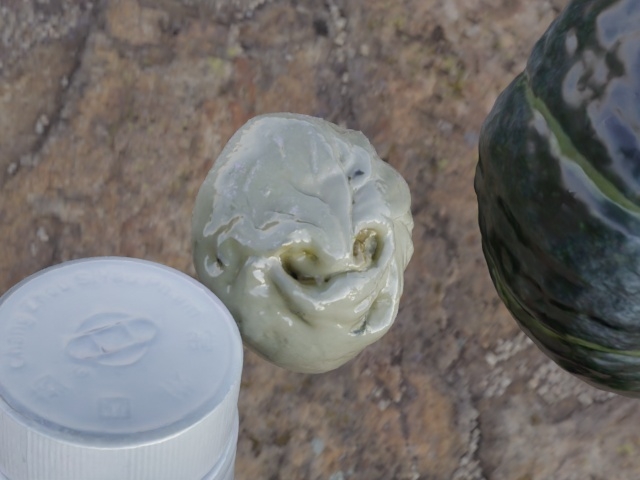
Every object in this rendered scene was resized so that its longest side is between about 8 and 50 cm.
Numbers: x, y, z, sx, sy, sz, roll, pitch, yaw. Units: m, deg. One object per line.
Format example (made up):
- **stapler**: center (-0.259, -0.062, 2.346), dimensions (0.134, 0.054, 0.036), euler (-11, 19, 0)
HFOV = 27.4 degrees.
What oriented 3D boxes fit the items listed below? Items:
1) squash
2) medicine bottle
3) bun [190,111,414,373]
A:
- **squash**: center (0.201, -0.032, 0.638), dimensions (0.252, 0.252, 0.165), euler (-15, 49, -21)
- **medicine bottle**: center (-0.161, 0.182, 1.003), dimensions (0.190, 0.332, 0.190), euler (5, 45, -5)
- **bun**: center (0.000, 0.000, 1.114), dimensions (0.231, 0.133, 0.231), euler (3, 86, -43)
